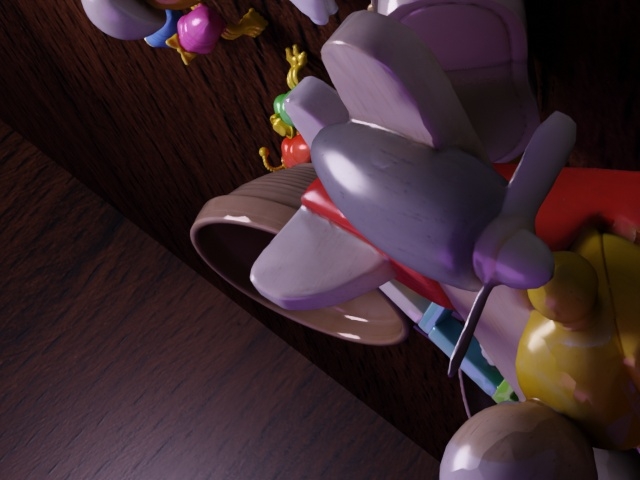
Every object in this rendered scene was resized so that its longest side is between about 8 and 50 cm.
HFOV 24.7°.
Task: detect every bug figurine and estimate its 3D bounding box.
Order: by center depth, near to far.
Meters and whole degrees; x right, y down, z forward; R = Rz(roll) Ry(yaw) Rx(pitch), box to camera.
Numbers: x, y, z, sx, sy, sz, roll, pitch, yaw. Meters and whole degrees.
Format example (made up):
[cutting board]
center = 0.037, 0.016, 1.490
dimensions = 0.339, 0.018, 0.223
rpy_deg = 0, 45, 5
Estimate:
[bug figurine]
center = -0.075, -0.159, 1.425
dimensions = 0.279, 0.072, 0.216
rpy_deg = 42, 168, -4

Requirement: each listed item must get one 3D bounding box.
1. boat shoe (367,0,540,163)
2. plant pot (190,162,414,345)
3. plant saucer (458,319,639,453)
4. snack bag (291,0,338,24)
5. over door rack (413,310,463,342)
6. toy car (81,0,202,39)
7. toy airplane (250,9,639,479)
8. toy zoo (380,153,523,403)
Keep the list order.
[boat shoe]
center = 0.086, -0.131, 0.965
dimensions = 0.117, 0.096, 0.324
rpy_deg = -3, 164, 6
[plant pot]
center = 0.000, 0.000, 1.430
dimensions = 0.237, 0.109, 0.237
rpy_deg = 23, 159, 9
[plant saucer]
center = 0.253, 0.132, 1.198
dimensions = 0.311, 0.050, 0.310
rpy_deg = 19, 121, 36
[snack bag]
center = -0.135, -0.296, 0.891
dimensions = 0.323, 0.037, 0.342
rpy_deg = 38, 169, 19
[over door rack]
center = 0.218, 0.124, 1.415
dimensions = 0.324, 0.108, 0.239
rpy_deg = 50, 170, 12
[toy car]
center = -0.146, -0.264, 1.156
dimensions = 0.182, 0.159, 0.136
rpy_deg = 41, -155, -6
[toy airplane]
center = 0.117, 0.047, 0.843
dimensions = 0.386, 0.272, 0.384
rpy_deg = 27, 155, -11
[toy zoo]
center = 0.132, 0.013, 1.194
dimensions = 0.293, 0.030, 0.192
rpy_deg = 45, 134, 17
